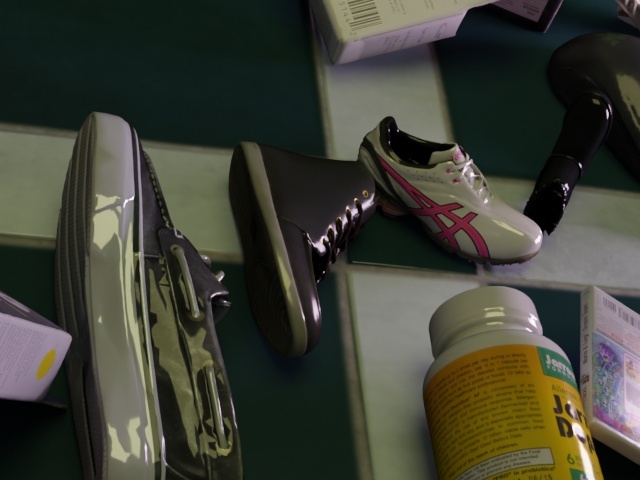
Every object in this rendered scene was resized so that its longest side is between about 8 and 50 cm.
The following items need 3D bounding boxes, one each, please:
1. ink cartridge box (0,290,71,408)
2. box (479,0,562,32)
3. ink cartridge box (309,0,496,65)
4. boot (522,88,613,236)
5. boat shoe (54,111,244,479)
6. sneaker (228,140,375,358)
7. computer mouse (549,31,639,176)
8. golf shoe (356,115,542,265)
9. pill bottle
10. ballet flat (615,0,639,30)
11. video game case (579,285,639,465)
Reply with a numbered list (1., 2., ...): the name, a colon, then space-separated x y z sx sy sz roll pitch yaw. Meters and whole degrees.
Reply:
1. ink cartridge box: -0.313 0.003 0.783 0.304 0.307 0.072 29 86 8
2. box: 0.123 -0.429 1.445 0.395 0.097 0.318 22 46 1
3. ink cartridge box: 0.091 -0.352 1.275 0.261 0.066 0.296 -16 77 -11
4. boot: 0.226 -0.070 1.142 0.045 0.121 0.099 27 40 10
5. boat shoe: -0.128 0.054 0.930 0.119 0.121 0.335 4 58 -25
6. sneaker: 0.000 0.000 1.026 0.118 0.083 0.222 1 48 -18
7. computer mouse: 0.351 -0.135 1.271 0.188 0.072 0.272 -23 59 -32
8. golf shoe: 0.117 -0.042 1.102 0.186 0.086 0.067 27 45 5
9. pill bottle: 0.140 0.141 0.920 0.118 0.117 0.208 5 47 -14
10. ballet flat: 0.346 -0.276 1.384 0.168 0.052 0.057 37 57 -41
11. video game case: 0.273 0.128 1.007 0.157 0.019 0.143 32 43 -20
